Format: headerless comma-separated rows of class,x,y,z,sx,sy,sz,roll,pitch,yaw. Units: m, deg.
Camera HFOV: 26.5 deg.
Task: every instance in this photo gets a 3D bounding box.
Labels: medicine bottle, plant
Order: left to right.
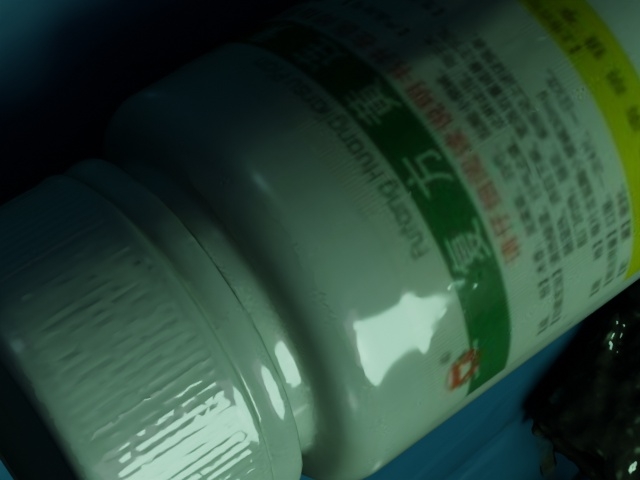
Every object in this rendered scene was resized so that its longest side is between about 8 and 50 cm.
medicine bottle,0.000,0.000,0.647,0.339,0.208,0.208,-32,140,-24
plant,0.303,0.127,1.109,0.234,0.178,0.204,-41,142,-4
